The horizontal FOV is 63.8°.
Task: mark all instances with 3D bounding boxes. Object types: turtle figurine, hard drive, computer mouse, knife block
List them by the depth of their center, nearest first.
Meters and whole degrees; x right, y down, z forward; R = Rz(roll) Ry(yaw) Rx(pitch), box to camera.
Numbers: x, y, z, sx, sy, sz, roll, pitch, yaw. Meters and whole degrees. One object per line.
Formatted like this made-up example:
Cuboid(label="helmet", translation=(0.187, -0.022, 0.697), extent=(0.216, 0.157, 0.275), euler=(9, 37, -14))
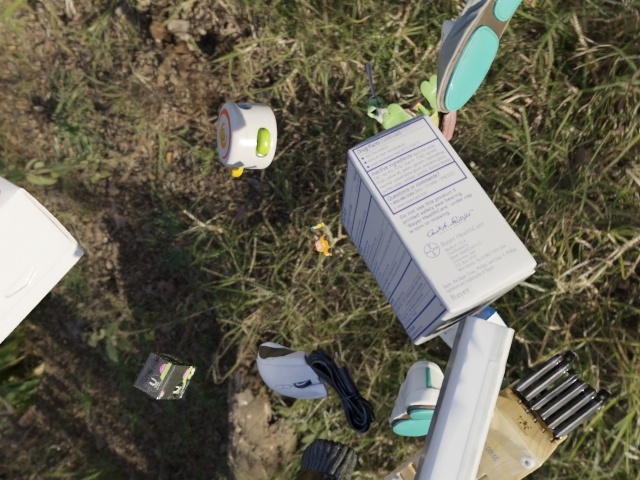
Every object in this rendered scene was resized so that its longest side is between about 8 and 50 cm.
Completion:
Cuboid(label="hard drive", translation=(0.105, 0.223, 0.466), extent=(0.040, 0.203, 0.307), euler=(16, 84, 16))
Cuboid(label="computer mouse", translation=(-0.025, 0.168, 0.619), extent=(0.193, 0.042, 0.106), euler=(-6, 121, 53))
Cuboid(label="knife block", translation=(0.247, 0.264, 0.695), extent=(0.275, 0.242, 0.088), euler=(-49, 61, 23))
Cuboid(label="turtle figurine", translation=(0.185, -0.313, 1.060), extent=(0.198, 0.266, 0.274), euler=(-1, 108, 11))

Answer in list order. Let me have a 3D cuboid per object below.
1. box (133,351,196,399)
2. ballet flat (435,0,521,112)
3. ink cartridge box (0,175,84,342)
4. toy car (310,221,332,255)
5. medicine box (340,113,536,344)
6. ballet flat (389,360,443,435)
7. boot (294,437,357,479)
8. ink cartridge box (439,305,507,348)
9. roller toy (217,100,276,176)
Cuboid(label="box", translation=(-0.257, 0.226, 0.858), extent=(0.052, 0.083, 0.062), euler=(23, 79, 18))
Cuboid(label="ballet flat", translation=(0.176, -0.249, 0.578), extent=(0.068, 0.072, 0.213), euler=(40, 108, 37))
Cuboid(label="ink cartridge box", translation=(-0.478, -0.011, 0.666), extent=(0.233, 0.171, 0.168), euler=(27, 157, 16))
Cuboid(label="toy car", translation=(0.000, 0.000, 1.273), extent=(0.041, 0.122, 0.060), euler=(-18, 111, 0))
Cuboid(label="medicine box", translation=(0.166, -0.005, 0.848), extent=(0.289, 0.149, 0.263), euler=(61, 169, 18))
Cuboid(label="ballet flat", translation=(0.242, 0.383, 1.245), extent=(0.139, 0.139, 0.400), euler=(31, 158, 18))
Cuboid(label="boot", translation=(-0.072, 0.629, 1.237), extent=(0.348, 0.260, 0.131), euler=(-20, 127, 33))
Cuboid(label="ink cartridge box", translation=(0.335, 0.181, 1.292), extent=(0.134, 0.231, 0.078), euler=(-43, 124, 2))
Cuboid(label="roller toy", translation=(-0.226, -0.306, 1.507), extent=(0.209, 0.146, 0.191), euler=(136, 127, -58))
